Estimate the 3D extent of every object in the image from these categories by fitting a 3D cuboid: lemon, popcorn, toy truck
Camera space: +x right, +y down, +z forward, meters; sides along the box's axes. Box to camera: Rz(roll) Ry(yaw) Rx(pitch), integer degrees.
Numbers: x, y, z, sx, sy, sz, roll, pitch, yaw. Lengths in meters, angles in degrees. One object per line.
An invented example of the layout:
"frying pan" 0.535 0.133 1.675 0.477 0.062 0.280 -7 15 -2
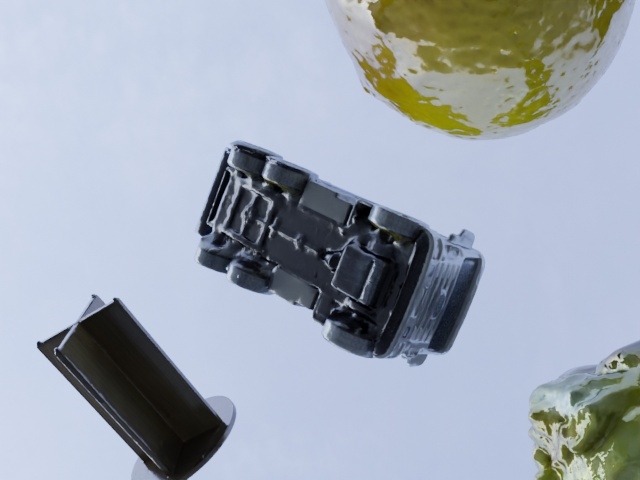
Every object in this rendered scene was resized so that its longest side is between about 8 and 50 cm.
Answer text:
"lemon" 0.113 -0.202 0.581 0.234 0.288 0.233 -21 -136 22
"popcorn" 0.397 0.255 0.865 0.313 0.312 0.311 0 -92 8
"toy truck" 0.000 0.000 0.842 0.367 0.175 0.146 29 -79 44

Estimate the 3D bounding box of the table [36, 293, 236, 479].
"table" -0.240 0.184 1.004 0.167 0.167 0.226 -34 -71 5
